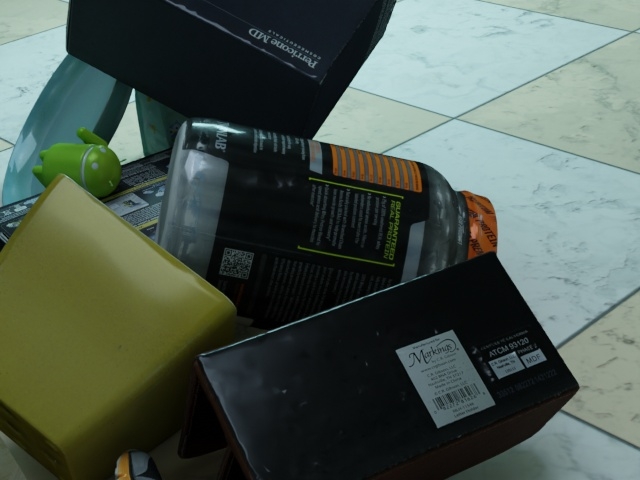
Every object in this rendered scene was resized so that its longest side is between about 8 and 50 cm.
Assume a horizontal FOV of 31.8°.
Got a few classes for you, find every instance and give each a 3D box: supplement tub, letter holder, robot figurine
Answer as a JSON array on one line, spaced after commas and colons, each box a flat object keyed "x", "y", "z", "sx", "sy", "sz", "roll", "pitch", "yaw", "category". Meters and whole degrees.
[{"x": 0.000, "y": 0.000, "z": 1.184, "sx": 0.338, "sy": 0.207, "sz": 0.207, "roll": 11, "pitch": 27, "yaw": -10, "category": "supplement tub"}, {"x": 0.040, "y": 0.166, "z": 1.021, "sx": 0.302, "sy": 0.214, "sz": 0.152, "roll": -18, "pitch": 63, "yaw": -23, "category": "letter holder"}, {"x": -0.299, "y": -0.087, "z": 1.403, "sx": 0.115, "sy": 0.067, "sz": 0.101, "roll": 4, "pitch": 58, "yaw": 22, "category": "robot figurine"}]

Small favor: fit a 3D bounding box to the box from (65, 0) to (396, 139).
[{"x": -0.103, "y": -0.316, "z": 1.471, "sx": 0.343, "sy": 0.179, "sz": 0.312, "roll": 29, "pitch": 52, "yaw": 5, "category": "box"}]

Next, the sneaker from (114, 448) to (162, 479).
[{"x": -0.121, "y": 0.254, "z": 0.936, "sx": 0.083, "sy": 0.084, "sz": 0.215, "roll": -12, "pitch": 38, "yaw": -18, "category": "sneaker"}]

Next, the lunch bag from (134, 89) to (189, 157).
[{"x": -0.158, "y": -0.241, "z": 1.652, "sx": 0.223, "sy": 0.262, "sz": 0.160, "roll": -16, "pitch": 30, "yaw": -22, "category": "lunch bag"}]

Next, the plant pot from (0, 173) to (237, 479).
[{"x": -0.222, "y": 0.106, "z": 1.050, "sx": 0.212, "sy": 0.212, "sz": 0.187, "roll": 36, "pitch": 64, "yaw": 13, "category": "plant pot"}]

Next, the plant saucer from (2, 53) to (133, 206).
[{"x": -0.350, "y": -0.169, "z": 1.595, "sx": 0.043, "sy": 0.317, "sz": 0.317, "roll": 31, "pitch": 12, "yaw": -30, "category": "plant saucer"}]

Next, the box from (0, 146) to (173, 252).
[{"x": -0.183, "y": -0.011, "z": 1.409, "sx": 0.395, "sy": 0.097, "sz": 0.318, "roll": -23, "pitch": 32, "yaw": -30, "category": "box"}]

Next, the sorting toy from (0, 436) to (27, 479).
[{"x": -0.351, "y": 0.210, "z": 0.884, "sx": 0.257, "sy": 0.255, "sz": 0.089, "roll": 8, "pitch": 47, "yaw": 22, "category": "sorting toy"}]
